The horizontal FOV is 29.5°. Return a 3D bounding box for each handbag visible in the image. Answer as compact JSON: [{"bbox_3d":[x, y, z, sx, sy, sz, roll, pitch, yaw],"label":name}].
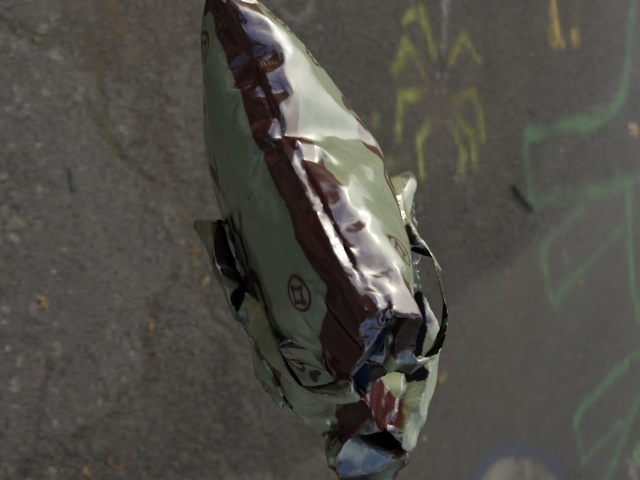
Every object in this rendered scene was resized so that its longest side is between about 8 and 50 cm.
[{"bbox_3d":[0.000,0.000,0.676,0.213,0.127,0.235,81,-13,-56],"label":"handbag"}]
